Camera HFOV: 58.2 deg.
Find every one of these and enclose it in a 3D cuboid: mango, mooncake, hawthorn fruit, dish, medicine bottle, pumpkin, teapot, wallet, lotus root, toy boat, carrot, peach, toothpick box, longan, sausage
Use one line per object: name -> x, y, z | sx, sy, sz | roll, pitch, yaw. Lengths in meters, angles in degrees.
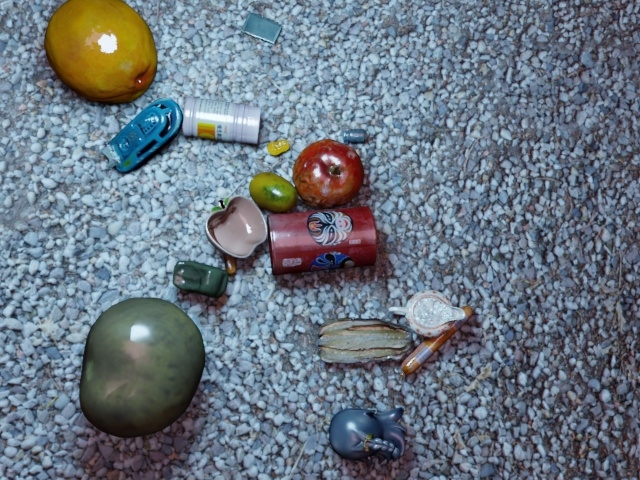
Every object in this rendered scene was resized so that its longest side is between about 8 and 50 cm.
mango -> -0.148, -0.152, 1.876 | 0.151, 0.221, 0.120 | 22, 93, -36
mooncake -> -0.381, 0.122, 1.831 | 0.168, 0.175, 0.104 | 23, 79, -30
hawthorn fruit -> 0.034, -0.218, 1.875 | 0.242, 0.271, 0.242 | 0, 89, -15
dish -> -0.286, -0.038, 1.878 | 0.213, 0.090, 0.213 | 10, 69, -27
medicine bottle -> -0.328, -0.400, 1.926 | 0.249, 0.133, 0.133 | 6, 81, -7
pumpkin -> -0.148, -0.318, 1.988 | 0.083, 0.028, 0.050 | -21, 83, -18
teapot -> 0.353, 0.245, 1.927 | 0.245, 0.116, 0.159 | -2, 83, 7
wallet -> -0.208, -0.752, 2.043 | 0.129, 0.026, 0.088 | 21, 76, -3
teapot -> 0.118, -0.362, 2.024 | 0.083, 0.063, 0.049 | -1, 51, -4
lotus root -> 0.148, 0.321, 1.917 | 0.329, 0.078, 0.167 | 3, 105, -8
toy boat -> -0.577, -0.342, 1.849 | 0.299, 0.092, 0.134 | -37, 84, 16
carrot -> -0.309, 0.020, 1.917 | 0.037, 0.037, 0.190 | -7, 83, -8
peach -> -0.674, -0.588, 1.806 | 0.343, 0.343, 0.302 | -39, 86, -10
toothpick box -> 0.000, 0.000, 1.875 | 0.333, 0.204, 0.204 | -5, 83, -7
longan -> -0.522, 0.364, 1.683 | 0.336, 0.404, 0.404 | 3, 79, 34
sausage -> 0.395, 0.336, 1.951 | 0.348, 0.053, 0.053 | -41, 89, -11

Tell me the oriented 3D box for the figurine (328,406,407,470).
figurine -> 0.159, 0.620, 1.831 | 0.265, 0.197, 0.175 | -3, 58, -3
